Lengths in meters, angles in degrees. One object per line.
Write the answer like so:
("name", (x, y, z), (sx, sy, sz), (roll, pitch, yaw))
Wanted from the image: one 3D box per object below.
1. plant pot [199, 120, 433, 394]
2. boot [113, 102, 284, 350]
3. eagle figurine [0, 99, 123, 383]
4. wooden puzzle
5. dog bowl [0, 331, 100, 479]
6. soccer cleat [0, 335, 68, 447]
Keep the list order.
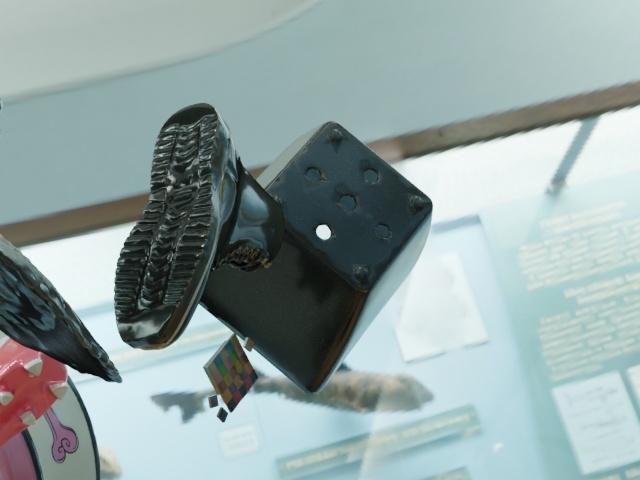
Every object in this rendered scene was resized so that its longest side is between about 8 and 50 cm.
("plant pot", (0.000, 0.000, 1.005), (0.188, 0.187, 0.167), (-50, -1, -32))
("boot", (-0.076, 0.013, 0.795), (0.077, 0.198, 0.137), (-4, -34, 28))
("eagle figurine", (-0.246, -0.025, 0.593), (0.225, 0.226, 0.298), (15, 9, 39))
("wooden puzzle", (-0.077, 0.114, 0.911), (0.006, 0.049, 0.083), (-11, 25, 34))
("dog bowl", (-0.475, 0.281, 1.241), (0.408, 0.408, 0.150), (-24, 2, 15))
("soccer cleat", (-0.328, 0.170, 0.918), (0.248, 0.095, 0.083), (-42, -55, -11))
